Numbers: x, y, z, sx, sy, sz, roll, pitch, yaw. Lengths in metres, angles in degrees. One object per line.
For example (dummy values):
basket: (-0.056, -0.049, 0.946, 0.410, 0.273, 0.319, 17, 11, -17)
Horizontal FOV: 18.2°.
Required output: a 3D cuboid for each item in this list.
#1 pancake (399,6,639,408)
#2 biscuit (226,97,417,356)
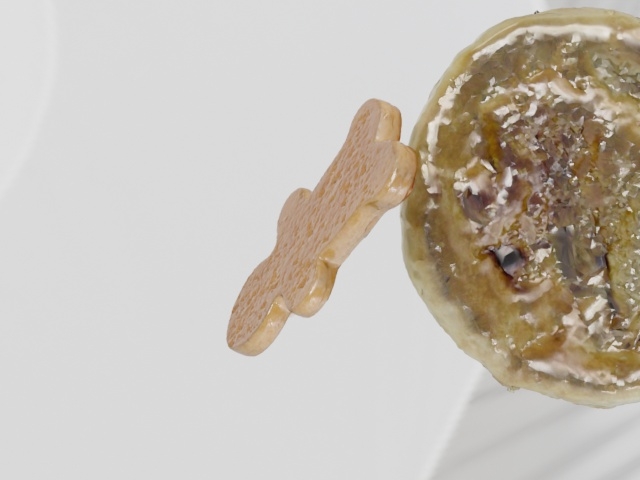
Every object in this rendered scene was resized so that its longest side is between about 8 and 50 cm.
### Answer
pancake: (0.236, -0.024, 1.689, 0.356, 0.356, 0.065, 63, -173, -1)
biscuit: (0.001, 0.000, 1.664, 0.036, 0.250, 0.165, 28, -156, -20)
